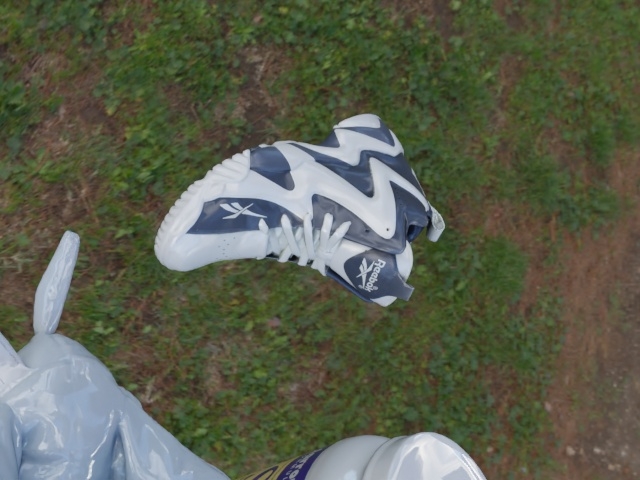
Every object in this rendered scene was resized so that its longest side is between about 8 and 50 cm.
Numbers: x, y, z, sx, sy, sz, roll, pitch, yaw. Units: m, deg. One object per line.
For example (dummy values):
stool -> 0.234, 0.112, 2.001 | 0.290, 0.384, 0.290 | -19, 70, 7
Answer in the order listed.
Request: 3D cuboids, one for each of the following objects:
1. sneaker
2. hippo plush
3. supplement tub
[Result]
sneaker -> 0.000, 0.000, 0.608 | 0.235, 0.094, 0.153 | -23, 64, -33
hippo plush -> -0.236, 0.201, 0.558 | 0.294, 0.236, 0.234 | 54, 37, 3
supplement tub -> 0.008, 0.348, 0.806 | 0.241, 0.331, 0.241 | 32, 43, -35
